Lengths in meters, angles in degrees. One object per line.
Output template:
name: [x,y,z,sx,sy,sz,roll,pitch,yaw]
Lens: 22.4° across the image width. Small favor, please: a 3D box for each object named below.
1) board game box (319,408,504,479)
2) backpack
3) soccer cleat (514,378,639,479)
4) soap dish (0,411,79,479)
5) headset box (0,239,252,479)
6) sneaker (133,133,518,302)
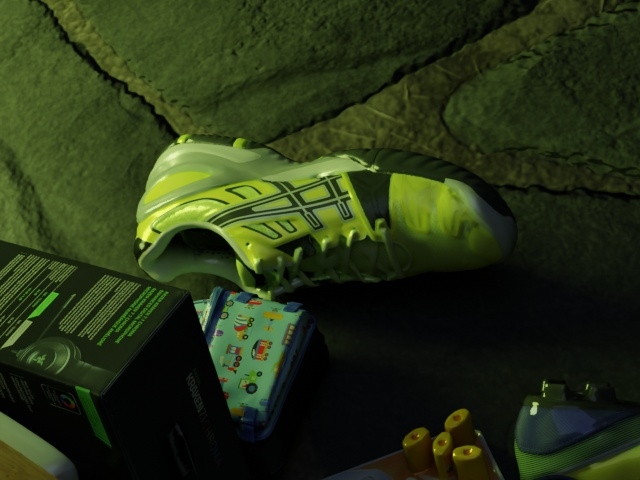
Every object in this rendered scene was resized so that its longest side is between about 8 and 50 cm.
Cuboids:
board game box: [0.009,0.340,1.336,0.390,0.050,0.390,-20,40,-3]
backpack: [-0.097,0.121,1.517,0.173,0.117,0.158,15,62,20]
soccer cleat: [0.315,0.197,1.435,0.289,0.093,0.121,8,91,9]
soap dish: [-0.311,0.259,1.366,0.229,0.290,0.118,28,46,23]
headset box: [-0.213,0.145,1.402,0.283,0.246,0.131,14,47,29]
sneaker: [0.000,0.000,1.555,0.385,0.145,0.147,4,52,24]
